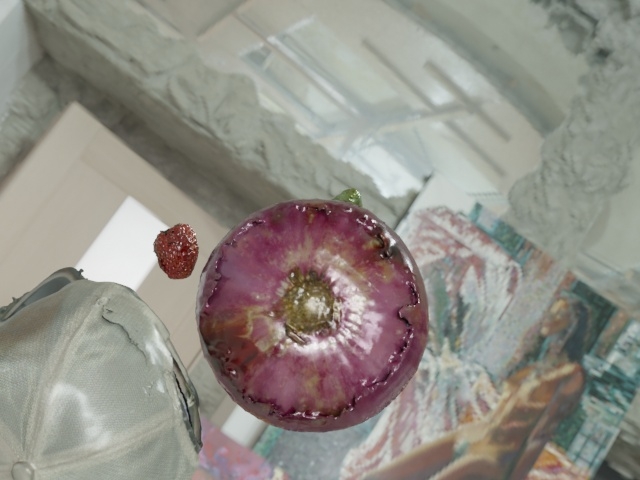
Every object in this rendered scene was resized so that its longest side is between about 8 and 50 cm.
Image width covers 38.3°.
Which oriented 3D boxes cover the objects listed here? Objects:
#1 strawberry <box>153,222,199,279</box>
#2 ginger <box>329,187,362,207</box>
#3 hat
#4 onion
[{"bbox_3d":[-0.248,0.020,1.593,0.083,0.083,0.097,139,-60,-77],"label":"strawberry"},{"bbox_3d":[0.001,-0.004,1.916,0.089,0.290,0.137,52,-30,-19],"label":"ginger"},{"bbox_3d":[-0.215,0.139,0.691,0.275,0.232,0.161,-5,1,44],"label":"hat"},{"bbox_3d":[-0.001,0.119,1.426,0.358,0.358,0.345,28,-5,29],"label":"onion"}]
